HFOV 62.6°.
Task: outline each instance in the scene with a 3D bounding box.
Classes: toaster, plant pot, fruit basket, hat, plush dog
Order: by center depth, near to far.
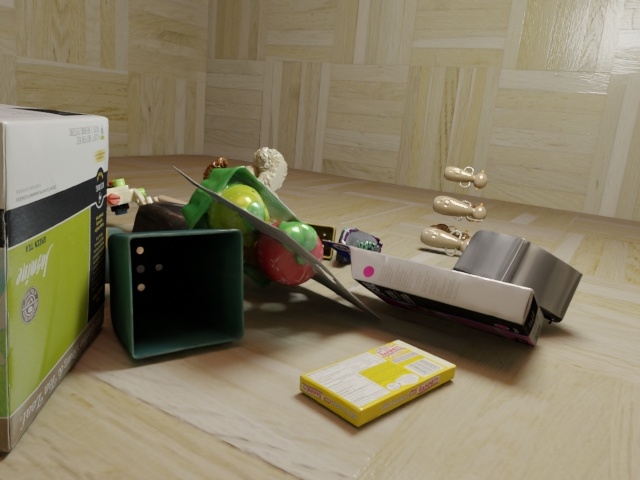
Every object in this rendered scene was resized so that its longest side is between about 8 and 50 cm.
[{"bbox_3d":[-0.248,0.059,0.823,0.165,0.166,0.234,-4,9,-35],"label":"plant pot"},{"bbox_3d":[-0.075,-0.004,0.948,0.353,0.166,0.327,20,-17,43],"label":"fruit basket"},{"bbox_3d":[0.370,0.067,0.988,0.168,0.110,0.185,27,0,-18],"label":"toaster"},{"bbox_3d":[-0.324,-0.013,1.150,0.331,0.134,0.331,5,14,-1],"label":"hat"},{"bbox_3d":[0.000,0.000,1.345,0.081,0.081,0.083,8,1,11],"label":"plant pot"},{"bbox_3d":[-0.214,-0.101,1.395,0.225,0.263,0.210,5,27,30],"label":"plush dog"}]

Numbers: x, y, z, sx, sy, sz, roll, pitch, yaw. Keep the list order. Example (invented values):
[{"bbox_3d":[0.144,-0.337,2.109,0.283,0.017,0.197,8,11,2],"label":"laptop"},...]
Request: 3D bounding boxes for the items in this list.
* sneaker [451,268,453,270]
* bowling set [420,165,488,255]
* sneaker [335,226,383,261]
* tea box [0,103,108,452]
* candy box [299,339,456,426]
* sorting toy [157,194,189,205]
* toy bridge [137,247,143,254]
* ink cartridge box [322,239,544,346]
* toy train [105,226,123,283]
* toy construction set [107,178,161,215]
[{"bbox_3d":[0.278,0.085,1.172,0.057,0.047,0.119,1,7,35],"label":"sneaker"},{"bbox_3d":[0.415,-0.062,1.570,0.154,0.287,0.200,17,-17,21],"label":"bowling set"},{"bbox_3d":[0.104,0.010,1.334,0.098,0.083,0.223,13,14,12],"label":"sneaker"},{"bbox_3d":[-0.399,0.008,0.608,0.219,0.324,0.329,4,12,-8],"label":"tea box"},{"bbox_3d":[0.082,0.183,0.704,0.205,0.027,0.105,-7,16,-43],"label":"candy box"},{"bbox_3d":[-0.296,-0.043,1.347,0.192,0.038,0.208,16,-16,40],"label":"sorting toy"},{"bbox_3d":[-0.422,0.041,1.030,0.188,0.026,0.063,-1,53,18],"label":"toy bridge"},{"bbox_3d":[0.184,0.087,0.916,0.370,0.069,0.175,16,-12,32],"label":"ink cartridge box"},{"bbox_3d":[-0.505,0.020,0.917,0.333,0.142,0.190,1,-3,27],"label":"toy train"},{"bbox_3d":[-0.548,-0.088,1.331,0.327,0.151,0.215,1,2,-36],"label":"toy construction set"}]
